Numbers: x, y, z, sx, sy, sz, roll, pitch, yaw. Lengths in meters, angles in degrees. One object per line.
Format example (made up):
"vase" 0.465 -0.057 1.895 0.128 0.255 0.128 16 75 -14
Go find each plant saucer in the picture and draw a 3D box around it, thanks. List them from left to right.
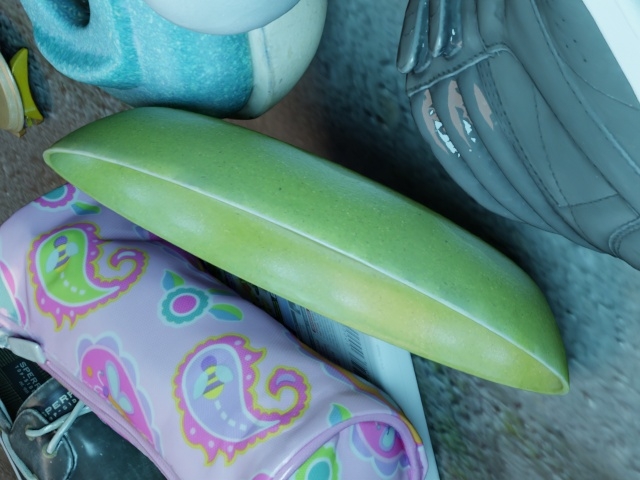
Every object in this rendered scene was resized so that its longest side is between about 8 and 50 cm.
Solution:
"plant saucer" 0.000 0.000 0.784 0.241 0.037 0.241 24 172 4

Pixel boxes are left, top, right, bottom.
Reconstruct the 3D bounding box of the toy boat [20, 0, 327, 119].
"toy boat" -0.067 -0.147 0.702 0.318 0.148 0.267 21 139 55

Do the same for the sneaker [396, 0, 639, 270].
"sneaker" 0.065 -0.100 0.548 0.147 0.104 0.295 16 139 51

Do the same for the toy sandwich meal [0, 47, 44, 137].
"toy sandwich meal" -0.205 -0.105 1.200 0.085 0.029 0.085 44 150 33

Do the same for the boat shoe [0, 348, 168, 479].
"boat shoe" -0.186 0.145 1.372 0.335 0.121 0.119 39 156 41

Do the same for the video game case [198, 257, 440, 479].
"video game case" -0.003 0.072 1.034 0.183 0.023 0.201 34 150 43

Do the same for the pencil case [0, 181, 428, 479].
"pencil case" -0.073 0.072 0.987 0.284 0.124 0.124 36 150 39
